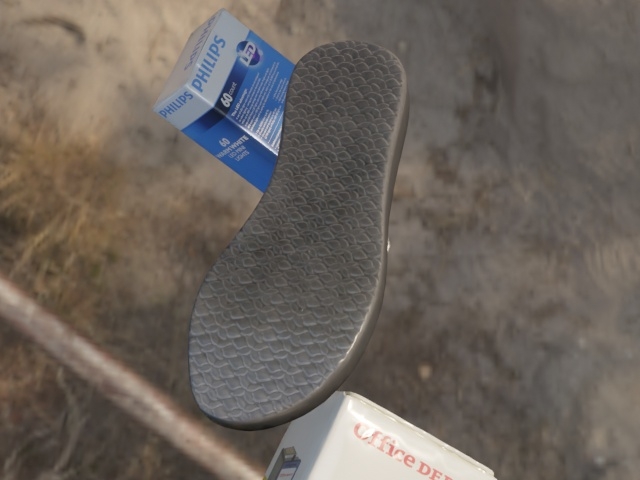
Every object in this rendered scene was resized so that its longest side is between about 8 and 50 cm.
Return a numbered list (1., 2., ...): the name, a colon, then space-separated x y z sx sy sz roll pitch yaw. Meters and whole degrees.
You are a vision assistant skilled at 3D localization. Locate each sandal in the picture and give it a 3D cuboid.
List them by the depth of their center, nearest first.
1. sandal: 0.001 0.000 0.862 0.097 0.254 0.054 11 149 16

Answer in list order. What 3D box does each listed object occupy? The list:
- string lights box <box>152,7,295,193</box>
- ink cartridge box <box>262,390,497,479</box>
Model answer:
1. string lights box: -0.056 -0.138 1.792 0.259 0.133 0.077 37 142 -20
2. ink cartridge box: 0.021 0.241 1.177 0.154 0.212 0.093 31 166 -19
